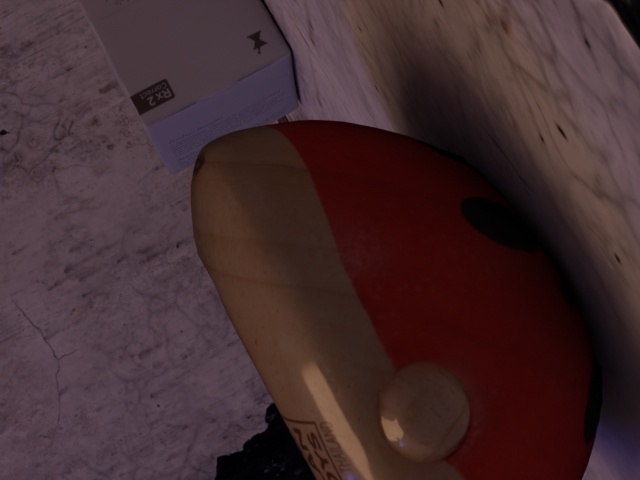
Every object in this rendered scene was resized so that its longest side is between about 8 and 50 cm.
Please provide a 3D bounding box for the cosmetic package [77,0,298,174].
[{"bbox_3d":[-0.123,-0.179,1.536,0.151,0.151,0.183,61,175,11],"label":"cosmetic package"}]

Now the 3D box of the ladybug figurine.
[{"bbox_3d":[0.046,0.057,0.938,0.305,0.162,0.449,62,177,-9],"label":"ladybug figurine"}]
